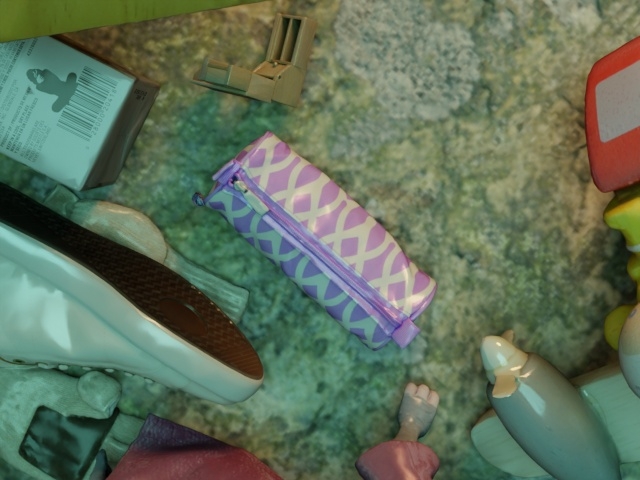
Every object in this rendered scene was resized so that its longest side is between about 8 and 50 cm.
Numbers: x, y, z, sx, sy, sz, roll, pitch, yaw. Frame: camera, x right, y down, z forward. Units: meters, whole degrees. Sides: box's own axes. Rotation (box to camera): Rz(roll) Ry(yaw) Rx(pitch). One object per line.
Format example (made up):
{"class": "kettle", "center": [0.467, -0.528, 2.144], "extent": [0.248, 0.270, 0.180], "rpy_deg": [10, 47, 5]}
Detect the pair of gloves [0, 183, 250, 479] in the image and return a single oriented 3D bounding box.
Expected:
{"class": "pair of gloves", "center": [-0.198, 0.088, 0.990], "extent": [0.204, 0.042, 0.240], "rpy_deg": [34, 91, -2]}

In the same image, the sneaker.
{"class": "sneaker", "center": [-0.186, 0.065, 0.930], "extent": [0.290, 0.106, 0.123], "rpy_deg": [30, 107, 0]}

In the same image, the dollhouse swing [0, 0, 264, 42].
{"class": "dollhouse swing", "center": [-0.156, -0.348, 0.732], "extent": [0.346, 0.305, 0.315], "rpy_deg": [-14, 56, -20]}

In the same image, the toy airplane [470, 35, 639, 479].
{"class": "toy airplane", "center": [0.301, 0.083, 0.845], "extent": [0.384, 0.272, 0.386], "rpy_deg": [29, 116, 31]}

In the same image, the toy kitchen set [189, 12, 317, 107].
{"class": "toy kitchen set", "center": [-0.062, -0.155, 0.968], "extent": [0.068, 0.083, 0.075], "rpy_deg": [17, 94, 40]}

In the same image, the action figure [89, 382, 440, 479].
{"class": "action figure", "center": [-0.002, 0.237, 0.889], "extent": [0.370, 0.276, 0.248], "rpy_deg": [5, 90, 3]}

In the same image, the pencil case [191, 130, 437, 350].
{"class": "pencil case", "center": [0.000, 0.000, 0.964], "extent": [0.206, 0.088, 0.086], "rpy_deg": [40, 94, -4]}

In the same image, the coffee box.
{"class": "coffee box", "center": [-0.263, -0.137, 0.927], "extent": [0.246, 0.141, 0.098], "rpy_deg": [27, 94, -1]}
